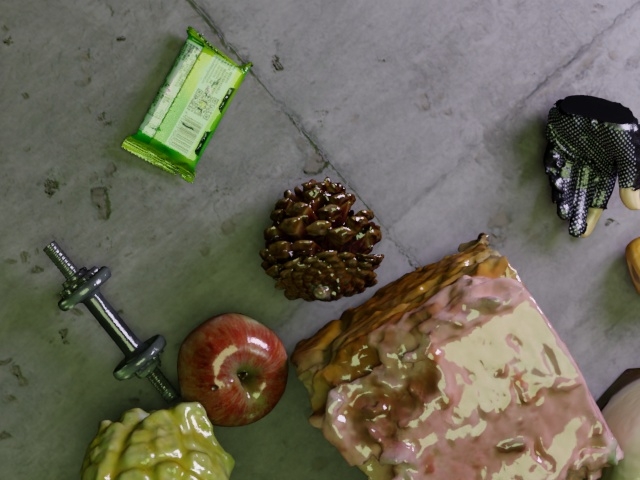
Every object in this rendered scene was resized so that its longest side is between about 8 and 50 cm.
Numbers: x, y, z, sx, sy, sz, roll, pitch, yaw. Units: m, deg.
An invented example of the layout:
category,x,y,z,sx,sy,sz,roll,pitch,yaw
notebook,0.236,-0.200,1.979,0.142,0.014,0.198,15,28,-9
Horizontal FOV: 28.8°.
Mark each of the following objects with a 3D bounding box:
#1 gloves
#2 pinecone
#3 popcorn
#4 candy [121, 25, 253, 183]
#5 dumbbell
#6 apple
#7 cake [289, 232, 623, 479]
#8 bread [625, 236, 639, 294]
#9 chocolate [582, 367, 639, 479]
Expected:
category,x,y,z,sx,sy,sz,roll,pitch,yaw
gloves,0.356,-0.092,1.653,0.129,0.106,0.180,0,123,-7
pinecone,0.000,0.000,1.576,0.174,0.173,0.173,-1,94,-8
popcorn,-0.205,0.314,1.517,0.195,0.256,0.254,15,84,-21
candy,-0.168,-0.173,1.595,0.102,0.032,0.178,28,91,-5
dumbbell,-0.263,0.105,1.577,0.082,0.081,0.254,-39,98,-4
apple,-0.114,0.164,1.580,0.146,0.131,0.146,-3,98,-21
cake,0.165,0.200,1.542,0.314,0.293,0.306,-30,95,2
bread,0.530,0.013,1.682,0.239,0.074,0.092,-17,56,-7
chocolate,0.507,0.324,1.583,0.326,0.297,0.314,0,89,-7
